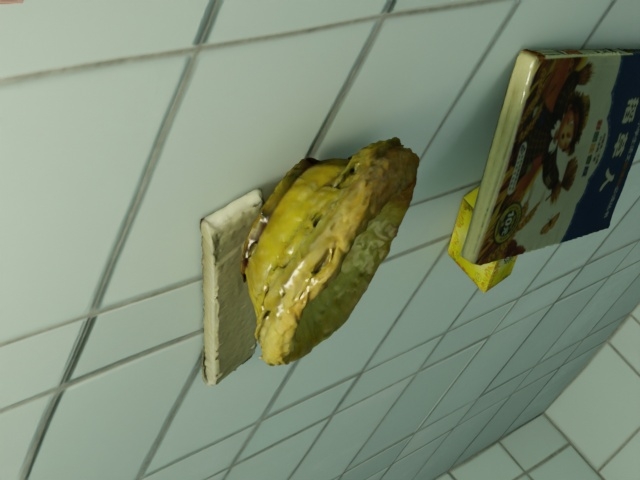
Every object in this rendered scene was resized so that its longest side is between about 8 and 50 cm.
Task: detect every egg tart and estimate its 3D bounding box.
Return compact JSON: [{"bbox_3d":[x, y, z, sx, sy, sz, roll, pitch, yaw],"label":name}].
[{"bbox_3d":[0.000,0.000,1.306,0.294,0.123,0.294,-53,167,-17],"label":"egg tart"}]

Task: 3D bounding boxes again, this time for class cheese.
[{"bbox_3d":[-0.108,0.069,1.421,0.085,0.034,0.400,-31,156,-23],"label":"cheese"}]

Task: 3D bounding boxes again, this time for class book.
[{"bbox_3d":[0.361,-0.132,1.679,0.428,0.039,0.300,-13,122,-50],"label":"book"}]

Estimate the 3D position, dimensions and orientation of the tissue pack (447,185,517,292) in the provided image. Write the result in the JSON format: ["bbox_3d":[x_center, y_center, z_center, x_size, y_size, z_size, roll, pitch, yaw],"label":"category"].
[{"bbox_3d":[0.259,-0.004,1.804,0.062,0.095,0.176,-33,157,-19],"label":"tissue pack"}]

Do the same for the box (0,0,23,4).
[{"bbox_3d":[-0.192,-0.213,0.679,0.043,0.089,0.125,-12,146,-51],"label":"box"}]
